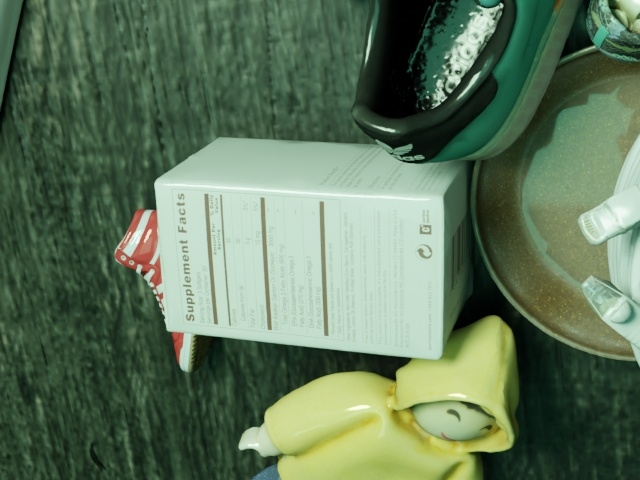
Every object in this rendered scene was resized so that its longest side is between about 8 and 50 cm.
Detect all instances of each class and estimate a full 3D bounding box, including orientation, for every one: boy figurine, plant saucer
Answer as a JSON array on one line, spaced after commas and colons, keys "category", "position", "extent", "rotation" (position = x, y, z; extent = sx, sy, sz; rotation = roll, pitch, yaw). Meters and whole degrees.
[{"category": "boy figurine", "position": [0.039, 0.160, 0.746], "extent": [0.177, 0.092, 0.285], "rotation": [37, 121, -16]}, {"category": "plant saucer", "position": [0.191, -0.025, 0.666], "extent": [0.198, 0.036, 0.199], "rotation": [6, 111, 17]}]

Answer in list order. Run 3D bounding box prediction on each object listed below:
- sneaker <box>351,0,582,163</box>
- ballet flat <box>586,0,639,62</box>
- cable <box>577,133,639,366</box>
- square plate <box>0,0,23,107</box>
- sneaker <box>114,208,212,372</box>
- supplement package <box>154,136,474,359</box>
[{"category": "sneaker", "position": [0.096, -0.180, 0.578], "extent": [0.108, 0.121, 0.302], "rotation": [24, 108, 26]}, {"category": "ballet flat", "position": [0.219, -0.163, 0.572], "extent": [0.188, 0.070, 0.070], "rotation": [-44, 91, 14]}, {"category": "cable", "position": [0.281, 0.004, 0.581], "extent": [0.257, 0.089, 0.257], "rotation": [-38, 108, 9]}, {"category": "square plate", "position": [-0.349, -0.218, 0.687], "extent": [0.344, 0.049, 0.347], "rotation": [13, 115, -18]}, {"category": "sneaker", "position": [-0.110, 0.033, 0.783], "extent": [0.067, 0.042, 0.119], "rotation": [7, 103, 12]}, {"category": "supplement package", "position": [0.000, 0.000, 0.700], "extent": [0.179, 0.105, 0.105], "rotation": [5, 112, 17]}]
